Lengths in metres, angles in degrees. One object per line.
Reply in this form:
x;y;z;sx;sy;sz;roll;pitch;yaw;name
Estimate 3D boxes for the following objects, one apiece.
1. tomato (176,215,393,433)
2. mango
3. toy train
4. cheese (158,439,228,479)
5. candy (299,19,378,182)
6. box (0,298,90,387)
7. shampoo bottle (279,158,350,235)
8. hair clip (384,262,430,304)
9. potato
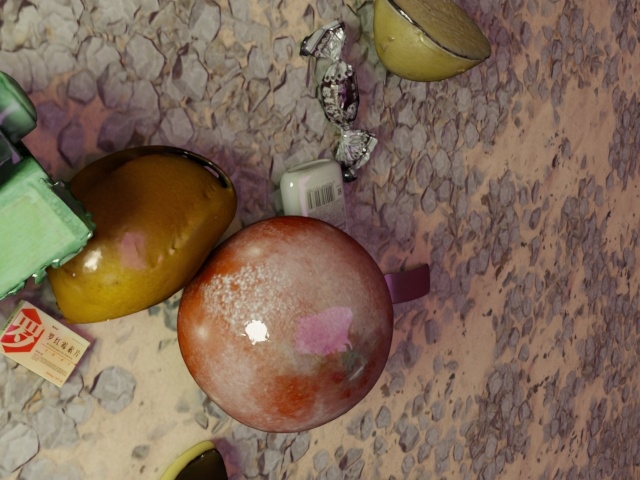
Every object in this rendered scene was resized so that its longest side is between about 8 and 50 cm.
-0.032;0.105;0.919;0.270;0.227;0.270;-12;111;-35;tomato
-0.188;-0.017;0.808;0.236;0.136;0.166;-27;111;-47;mango
-0.335;-0.018;0.609;0.271;0.159;0.188;-39;127;-12;toy train
-0.187;0.323;0.930;0.162;0.036;0.086;-30;120;-40;cheese
0.029;-0.195;1.068;0.094;0.051;0.226;-31;117;-36;candy
-0.297;0.111;0.797;0.093;0.015;0.058;47;62;-40;box
0.000;0.000;1.066;0.108;0.051;0.221;-25;114;-42;shampoo bottle
0.149;0.073;1.256;0.137;0.022;0.054;-10;100;-45;hair clip
0.146;-0.301;1.131;0.202;0.117;0.182;-9;61;-45;potato
